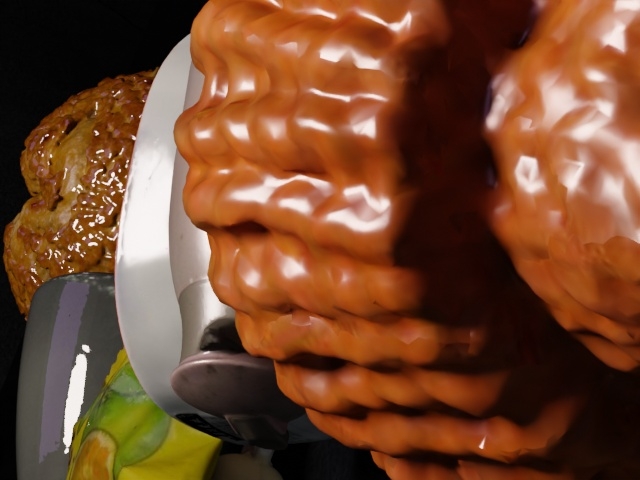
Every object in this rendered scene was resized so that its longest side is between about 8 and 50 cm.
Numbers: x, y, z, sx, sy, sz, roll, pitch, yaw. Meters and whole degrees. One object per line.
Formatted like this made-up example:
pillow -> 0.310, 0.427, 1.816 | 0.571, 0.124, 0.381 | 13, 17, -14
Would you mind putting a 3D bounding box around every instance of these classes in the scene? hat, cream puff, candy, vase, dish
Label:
hat -> 0.120, -0.054, 0.587 | 0.285, 0.285, 0.400 | -69, 18, -12
cream puff -> -0.193, -0.029, 1.801 | 0.303, 0.212, 0.303 | -160, 90, -73
candy -> -0.121, 0.153, 1.248 | 0.297, 0.081, 0.187 | -94, 28, -44
vase -> -0.186, 0.200, 1.510 | 0.173, 0.173, 0.321 | 141, 146, -61
dish -> 0.000, 0.000, 1.070 | 0.117, 0.256, 0.256 | 0, 59, 30

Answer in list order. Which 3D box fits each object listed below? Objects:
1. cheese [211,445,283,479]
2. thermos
cheese -> -0.057, 0.179, 1.257 | 0.227, 0.064, 0.137 | -67, 15, -11
thermos -> -0.018, 0.001, 0.898 | 0.137, 0.105, 0.193 | 64, -151, -57
